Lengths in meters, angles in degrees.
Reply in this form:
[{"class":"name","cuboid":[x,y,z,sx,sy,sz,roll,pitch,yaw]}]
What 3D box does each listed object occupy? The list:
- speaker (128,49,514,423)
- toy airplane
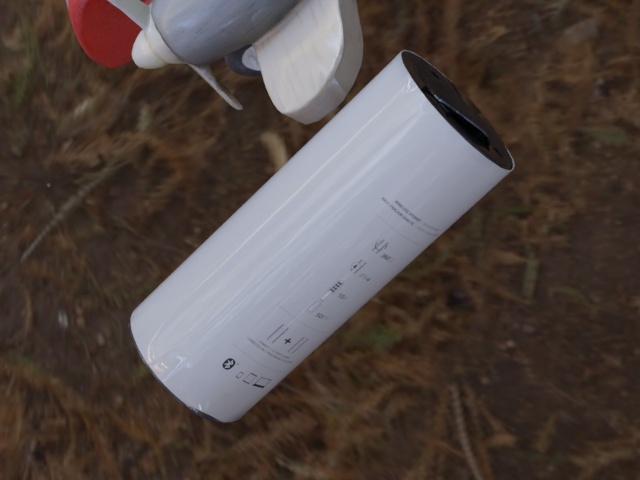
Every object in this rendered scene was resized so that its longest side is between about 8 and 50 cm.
[{"class":"speaker","cuboid":[0.000,0.000,0.553,0.055,0.055,0.136,44,109,-8]},{"class":"toy airplane","cuboid":[-0.070,-0.288,1.109,0.272,0.386,0.384,7,100,-33]}]
